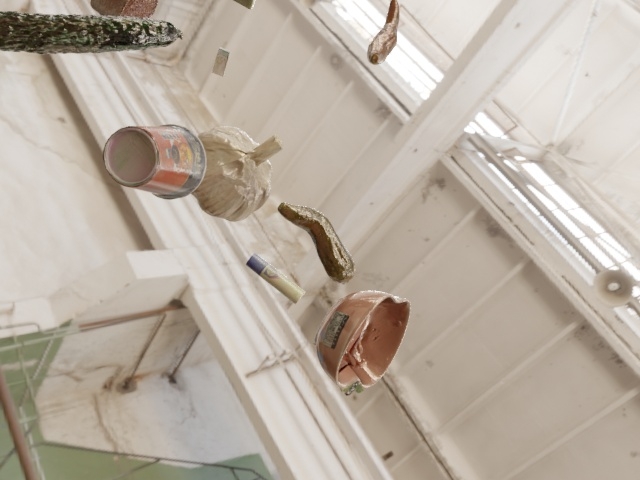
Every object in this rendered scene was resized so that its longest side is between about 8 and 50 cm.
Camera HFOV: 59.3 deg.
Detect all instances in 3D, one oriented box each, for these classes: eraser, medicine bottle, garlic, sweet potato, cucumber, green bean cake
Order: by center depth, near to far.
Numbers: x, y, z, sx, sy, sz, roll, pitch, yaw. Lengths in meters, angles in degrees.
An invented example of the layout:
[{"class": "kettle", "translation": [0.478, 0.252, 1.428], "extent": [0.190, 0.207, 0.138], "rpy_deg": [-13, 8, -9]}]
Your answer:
[{"class": "cucumber", "translation": [-0.373, -0.341, 0.926], "extent": [0.067, 0.293, 0.068], "rpy_deg": [174, -90, -70]}, {"class": "garlic", "translation": [-0.166, -0.158, 1.195], "extent": [0.212, 0.218, 0.219], "rpy_deg": [-20, -100, 36]}, {"class": "sweet potato", "translation": [0.002, -0.005, 1.223], "extent": [0.062, 0.081, 0.233], "rpy_deg": [-25, -71, 44]}, {"class": "sweet potato", "translation": [0.165, -0.520, 1.445], "extent": [0.058, 0.078, 0.255], "rpy_deg": [4, -125, 28]}, {"class": "green bean cake", "translation": [-0.530, -0.707, 1.593], "extent": [0.198, 0.097, 0.233], "rpy_deg": [36, -85, 29]}, {"class": "eraser", "translation": [-0.315, -0.566, 1.784], "extent": [0.019, 0.038, 0.083], "rpy_deg": [-85, -162, -56]}, {"class": "medicine bottle", "translation": [-0.161, 0.136, 2.010], "extent": [0.231, 0.059, 0.059], "rpy_deg": [38, -59, 4]}]

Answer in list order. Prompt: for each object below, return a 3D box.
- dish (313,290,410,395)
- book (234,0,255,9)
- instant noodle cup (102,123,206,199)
[{"class": "dish", "translation": [0.064, 0.170, 1.009], "extent": [0.090, 0.213, 0.213], "rpy_deg": [28, -69, 33]}, {"class": "book", "translation": [-0.181, -0.634, 1.090], "extent": [0.207, 0.020, 0.295], "rpy_deg": [29, -49, 1]}, {"class": "instant noodle cup", "translation": [-0.255, -0.124, 0.856], "extent": [0.127, 0.135, 0.127], "rpy_deg": [1, -86, 10]}]
